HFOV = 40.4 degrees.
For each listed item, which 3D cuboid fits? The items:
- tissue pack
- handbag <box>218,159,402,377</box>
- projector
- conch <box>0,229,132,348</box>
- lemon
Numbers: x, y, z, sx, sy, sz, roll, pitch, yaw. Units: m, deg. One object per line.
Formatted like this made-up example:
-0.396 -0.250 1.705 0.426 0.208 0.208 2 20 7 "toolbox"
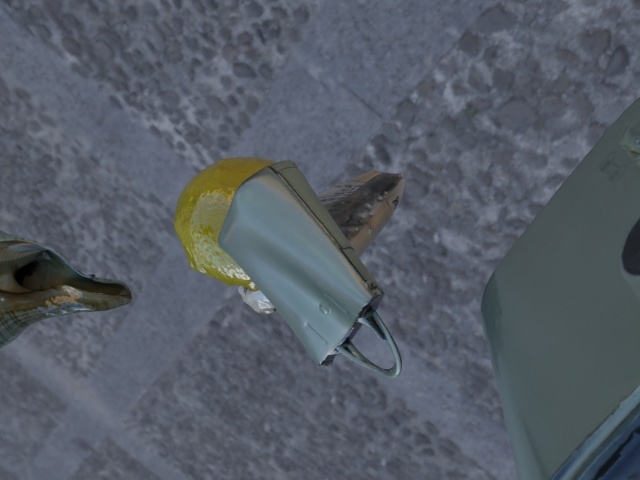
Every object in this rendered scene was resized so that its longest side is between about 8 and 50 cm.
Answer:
0.000 0.000 2.076 0.195 0.390 0.375 50 142 -6 "tissue pack"
-0.011 0.064 1.161 0.315 0.109 0.241 56 152 16 "handbag"
0.253 0.077 0.500 0.248 0.249 0.248 33 110 -9 "projector"
-0.503 0.076 1.352 0.170 0.386 0.203 22 116 51 "conch"
-0.125 -0.033 1.529 0.288 0.233 0.233 7 135 26 "lemon"
